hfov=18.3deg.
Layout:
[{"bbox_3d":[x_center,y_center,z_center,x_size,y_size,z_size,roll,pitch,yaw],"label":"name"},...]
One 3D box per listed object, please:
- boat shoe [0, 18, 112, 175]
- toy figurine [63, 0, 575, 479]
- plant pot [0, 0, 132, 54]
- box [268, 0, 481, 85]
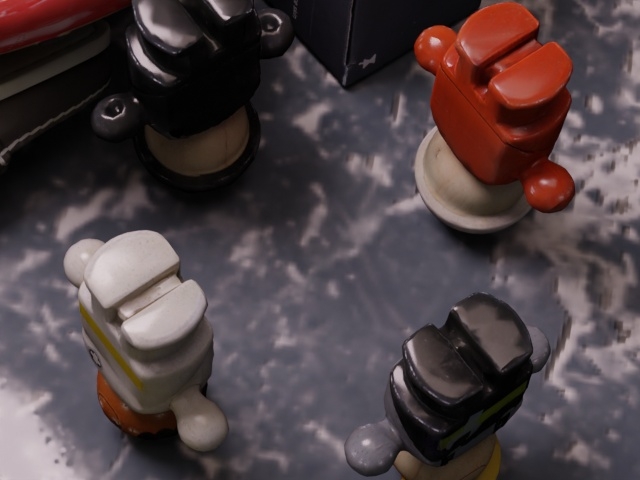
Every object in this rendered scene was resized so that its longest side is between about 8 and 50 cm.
[{"bbox_3d":[-0.193,-0.036,0.907,0.228,0.068,0.081,-26,28,-19],"label":"boat shoe"},{"bbox_3d":[0.000,0.000,0.856,0.213,0.148,0.209,8,66,-1],"label":"toy figurine"},{"bbox_3d":[-0.143,-0.180,0.869,0.191,0.191,0.174,-26,108,-16],"label":"plant pot"},{"bbox_3d":[0.005,-0.189,0.949,0.093,0.156,0.158,-31,67,-20],"label":"box"}]
